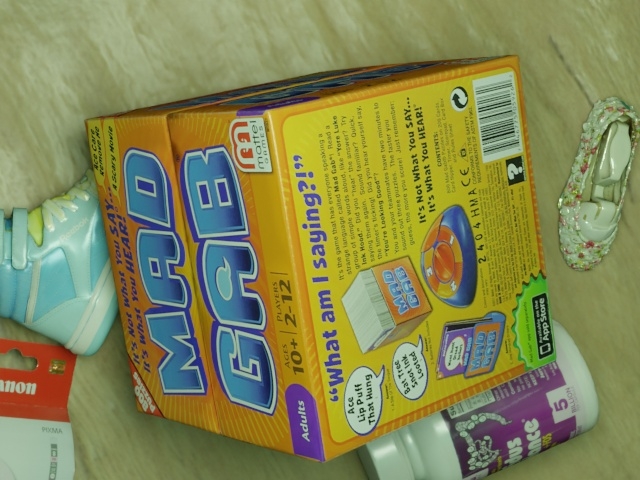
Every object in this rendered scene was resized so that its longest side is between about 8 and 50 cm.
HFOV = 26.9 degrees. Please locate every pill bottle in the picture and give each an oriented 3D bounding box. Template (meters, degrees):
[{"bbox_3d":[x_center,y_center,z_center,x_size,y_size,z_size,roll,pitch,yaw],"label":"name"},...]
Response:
[{"bbox_3d":[0.196,0.227,1.754,0.301,0.169,0.169,-22,102,-8],"label":"pill bottle"}]

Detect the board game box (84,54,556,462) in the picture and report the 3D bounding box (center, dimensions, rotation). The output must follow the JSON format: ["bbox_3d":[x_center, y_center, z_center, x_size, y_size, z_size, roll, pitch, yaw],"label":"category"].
[{"bbox_3d":[0.000,0.000,1.522,0.356,0.356,0.356,-17,103,-38],"label":"board game box"}]

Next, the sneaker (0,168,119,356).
[{"bbox_3d":[-0.316,-0.032,1.630,0.208,0.127,0.319,20,93,-15],"label":"sneaker"}]

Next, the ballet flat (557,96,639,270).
[{"bbox_3d":[0.375,-0.073,1.797,0.091,0.077,0.241,6,97,-14],"label":"ballet flat"}]

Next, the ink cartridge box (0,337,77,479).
[{"bbox_3d":[-0.384,0.242,1.639,0.189,0.066,0.232,12,93,-42],"label":"ink cartridge box"}]
